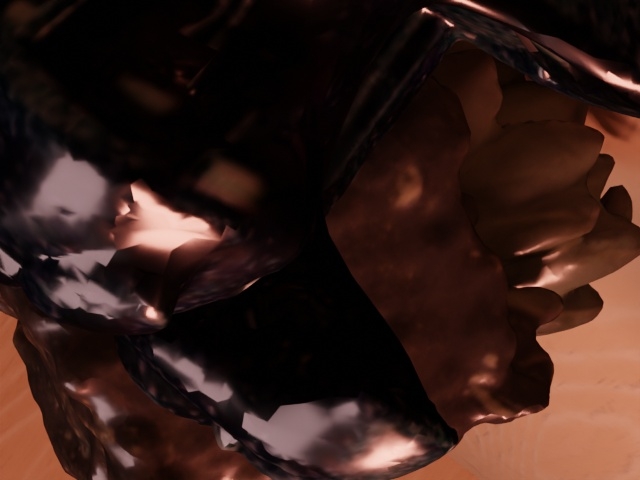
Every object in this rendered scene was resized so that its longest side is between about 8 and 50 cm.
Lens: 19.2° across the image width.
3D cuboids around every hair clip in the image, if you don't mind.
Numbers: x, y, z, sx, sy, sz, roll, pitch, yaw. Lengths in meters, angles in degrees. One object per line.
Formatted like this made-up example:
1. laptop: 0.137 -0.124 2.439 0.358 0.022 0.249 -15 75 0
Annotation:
1. hair clip: -0.076 -0.079 0.403 0.310 0.194 0.206 35 180 12

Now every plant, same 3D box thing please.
1. plant: 0.000 0.000 0.564 0.129 0.194 0.132 24 140 59
